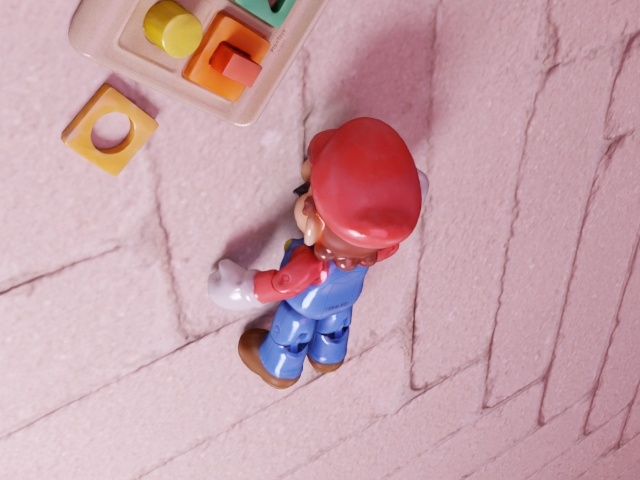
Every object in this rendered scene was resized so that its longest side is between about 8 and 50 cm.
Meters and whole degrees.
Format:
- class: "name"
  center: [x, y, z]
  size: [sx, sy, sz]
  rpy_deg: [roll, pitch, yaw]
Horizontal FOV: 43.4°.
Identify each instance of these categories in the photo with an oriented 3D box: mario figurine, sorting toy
- class: "mario figurine"
  center: [0.000, 0.000, 0.858]
  size: [0.198, 0.170, 0.320]
  rpy_deg: [-56, 170, -52]
- class: "sorting toy"
  center: [-0.080, -0.192, 0.659]
  size: [0.196, 0.047, 0.347]
  rpy_deg: [20, 107, -47]
